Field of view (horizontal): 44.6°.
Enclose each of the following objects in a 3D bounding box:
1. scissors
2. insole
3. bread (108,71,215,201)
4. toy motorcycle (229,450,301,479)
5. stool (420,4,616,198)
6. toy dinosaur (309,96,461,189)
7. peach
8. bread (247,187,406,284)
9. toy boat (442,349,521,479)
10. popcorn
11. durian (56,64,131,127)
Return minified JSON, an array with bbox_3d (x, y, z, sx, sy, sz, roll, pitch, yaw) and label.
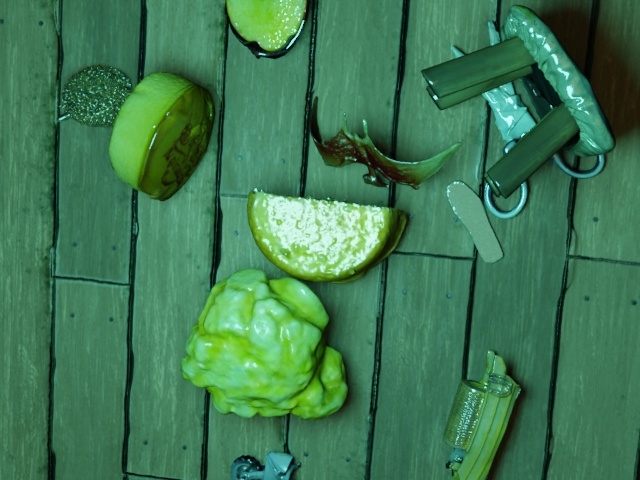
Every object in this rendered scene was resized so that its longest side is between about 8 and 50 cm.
[{"bbox_3d":[0.397,-0.260,1.607,0.256,0.029,0.384,-25,91,10],"label":"scissors"},{"bbox_3d":[0.327,-0.041,1.650,0.063,0.010,0.192,-28,92,12],"label":"insole"},{"bbox_3d":[-0.320,-0.212,1.608,0.148,0.270,0.270,27,100,10],"label":"bread"},{"bbox_3d":[-0.082,0.578,1.737,0.159,0.106,0.270,-38,86,17],"label":"toy motorcycle"},{"bbox_3d":[0.360,-0.240,1.449,0.226,0.310,0.310,-34,87,11],"label":"stool"},{"bbox_3d":[0.113,-0.197,1.572,0.206,0.327,0.113,46,66,-28],"label":"toy dinosaur"},{"bbox_3d":[-0.105,-0.520,1.635,0.189,0.068,0.279,7,99,16],"label":"peach"},{"bbox_3d":[0.000,0.000,1.609,0.340,0.194,0.179,8,89,4],"label":"bread"},{"bbox_3d":[0.328,0.383,1.656,0.115,0.089,0.310,18,99,-3],"label":"toy boat"},{"bbox_3d":[-0.118,0.232,1.600,0.293,0.334,0.292,-45,50,-16],"label":"popcorn"},{"bbox_3d":[-0.505,-0.309,1.707,0.188,0.091,0.148,-26,92,12],"label":"durian"}]
